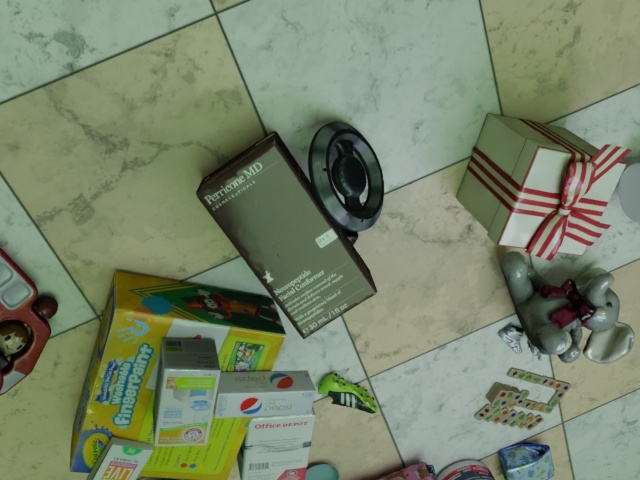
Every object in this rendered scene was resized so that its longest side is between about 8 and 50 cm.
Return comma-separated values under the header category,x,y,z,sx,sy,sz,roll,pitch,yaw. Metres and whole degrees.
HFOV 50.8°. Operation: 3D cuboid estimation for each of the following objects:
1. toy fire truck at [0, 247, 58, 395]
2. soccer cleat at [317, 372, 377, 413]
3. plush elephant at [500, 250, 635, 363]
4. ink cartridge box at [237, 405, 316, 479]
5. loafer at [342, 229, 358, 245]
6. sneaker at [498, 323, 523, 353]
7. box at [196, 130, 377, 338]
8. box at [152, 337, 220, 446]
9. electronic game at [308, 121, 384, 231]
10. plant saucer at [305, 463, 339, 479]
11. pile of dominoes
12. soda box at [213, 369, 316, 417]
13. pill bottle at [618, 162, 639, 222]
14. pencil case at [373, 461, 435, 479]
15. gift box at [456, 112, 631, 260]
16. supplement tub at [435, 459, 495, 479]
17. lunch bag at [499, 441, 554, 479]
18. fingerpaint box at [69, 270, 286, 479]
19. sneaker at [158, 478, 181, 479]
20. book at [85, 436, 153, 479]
category,x,y,z,sx,sy,sz,roll,pitch,yaw
toy fire truck,-0.678,0.166,1.361,0.254,0.169,0.302,-40,124,-13
soccer cleat,0.072,0.408,1.760,0.179,0.060,0.072,35,114,-22
plush elephant,0.626,0.167,1.659,0.255,0.272,0.330,-24,142,6
ink cartridge box,-0.117,0.507,1.732,0.172,0.100,0.237,0,120,-16
loafer,0.000,0.000,1.505,0.170,0.062,0.061,7,121,-18
sneaker,0.533,0.261,1.813,0.069,0.038,0.098,-43,121,11
box,-0.063,-0.010,1.382,0.191,0.143,0.381,-34,105,7
box,-0.278,0.312,1.382,0.114,0.103,0.203,5,117,-18
electronic game,0.056,-0.130,1.372,0.048,0.229,0.229,-14,132,39
plant saucer,-0.006,0.668,1.901,0.119,0.021,0.119,-7,121,-12
pile of dominoes,0.590,0.474,1.949,0.251,0.040,0.196,18,112,-23
soda box,-0.124,0.330,1.458,0.216,0.074,0.069,3,118,-19
pill bottle,0.901,-0.129,1.609,0.333,0.188,0.188,-7,120,-13
pencil case,0.154,0.756,1.909,0.386,0.160,0.167,-15,139,-5
gift box,0.491,-0.124,1.455,0.276,0.258,0.255,3,118,-16
supplement tub,0.460,0.799,1.958,0.191,0.272,0.191,-7,120,-12
lunch bag,0.630,0.685,2.047,0.151,0.096,0.129,-16,122,5
fingerpaint box,-0.332,0.319,1.530,0.371,0.163,0.445,11,115,-22
sneaker,-0.426,0.657,1.658,0.319,0.208,0.127,15,70,-39
book,-0.444,0.499,1.486,0.096,0.035,0.144,21,110,-30
